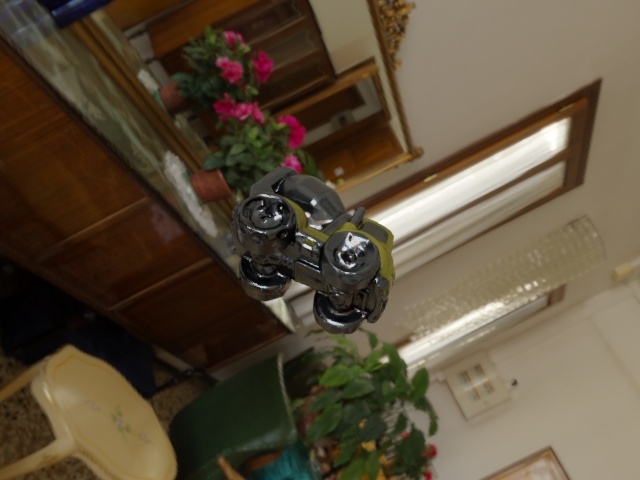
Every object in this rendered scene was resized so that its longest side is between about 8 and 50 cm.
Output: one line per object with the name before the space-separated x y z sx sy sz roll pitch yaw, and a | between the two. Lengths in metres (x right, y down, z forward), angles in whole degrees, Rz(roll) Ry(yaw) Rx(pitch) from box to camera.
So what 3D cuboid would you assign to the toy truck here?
toy truck | 0.000 0.000 0.862 0.224 0.165 0.147 24 -36 14
